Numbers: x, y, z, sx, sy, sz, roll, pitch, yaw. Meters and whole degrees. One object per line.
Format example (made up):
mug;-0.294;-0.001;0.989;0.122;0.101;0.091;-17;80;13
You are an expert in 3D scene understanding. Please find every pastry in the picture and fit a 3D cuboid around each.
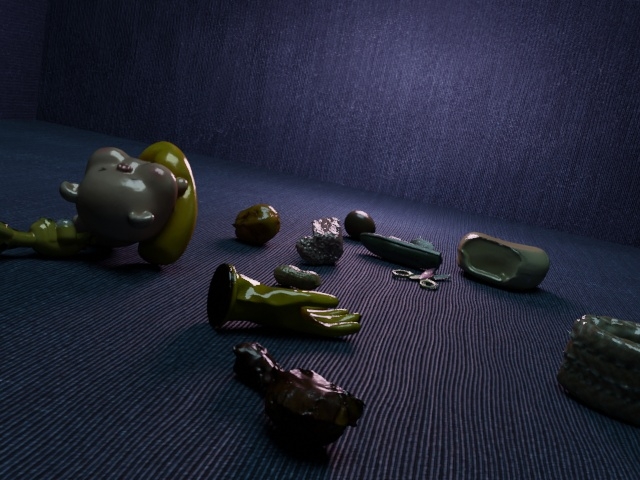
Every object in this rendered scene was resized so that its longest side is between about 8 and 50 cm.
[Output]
pastry;0.013;0.000;1.981;0.112;0.102;0.265;-5;15;11

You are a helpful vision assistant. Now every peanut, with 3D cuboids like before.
peanut;-0.052;0.085;1.646;0.113;0.053;0.054;14;12;6

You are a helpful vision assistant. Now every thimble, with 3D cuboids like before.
thimble;0.564;0.229;1.292;0.229;0.148;0.196;23;16;40

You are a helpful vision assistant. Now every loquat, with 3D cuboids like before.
loquat;-0.178;-0.046;2.017;0.137;0.113;0.137;-10;19;3

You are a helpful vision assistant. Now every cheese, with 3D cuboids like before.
cheese;0.537;0.059;2.133;0.266;0.127;0.233;20;12;28

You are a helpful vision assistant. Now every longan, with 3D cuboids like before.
longan;0.130;-0.047;2.350;0.113;0.092;0.113;29;-25;15

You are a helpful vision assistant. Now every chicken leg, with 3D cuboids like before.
chicken leg;-0.048;0.209;1.012;0.113;0.093;0.304;25;-3;-26

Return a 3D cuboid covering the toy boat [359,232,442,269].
toy boat;0.234;0.020;2.119;0.261;0.085;0.078;16;-24;24

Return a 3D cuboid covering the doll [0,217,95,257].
doll;-0.610;-0.007;1.488;0.291;0.086;0.117;2;-15;-42

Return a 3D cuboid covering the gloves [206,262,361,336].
gloves;-0.057;0.125;1.363;0.294;0.116;0.133;12;17;-26

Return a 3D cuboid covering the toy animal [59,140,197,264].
toy animal;-0.442;-0.114;1.600;0.345;0.277;0.247;17;-3;33

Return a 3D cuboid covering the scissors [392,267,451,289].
scissors;0.292;0.099;1.968;0.134;0.020;0.187;23;18;34
